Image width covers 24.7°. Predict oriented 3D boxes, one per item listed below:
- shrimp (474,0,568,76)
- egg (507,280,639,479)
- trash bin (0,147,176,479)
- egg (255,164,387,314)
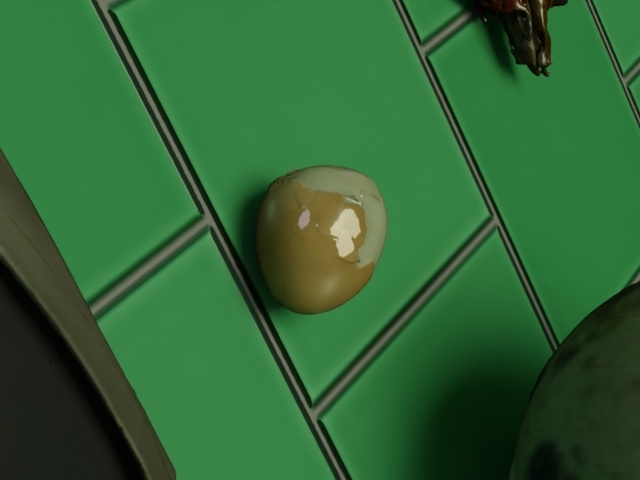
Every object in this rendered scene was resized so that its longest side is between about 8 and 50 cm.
[{"bbox_3d":[0.093,-0.239,0.991,0.154,0.062,0.294,-40,107,-36],"label":"shrimp"},{"bbox_3d":[0.286,0.199,0.857,0.428,0.345,0.345,44,47,-16],"label":"egg"},{"bbox_3d":[-0.165,0.096,0.448,0.209,0.182,0.290,71,33,-40],"label":"trash bin"},{"bbox_3d":[0.000,0.000,0.788,0.071,0.071,0.083,27,62,-43],"label":"egg"}]
